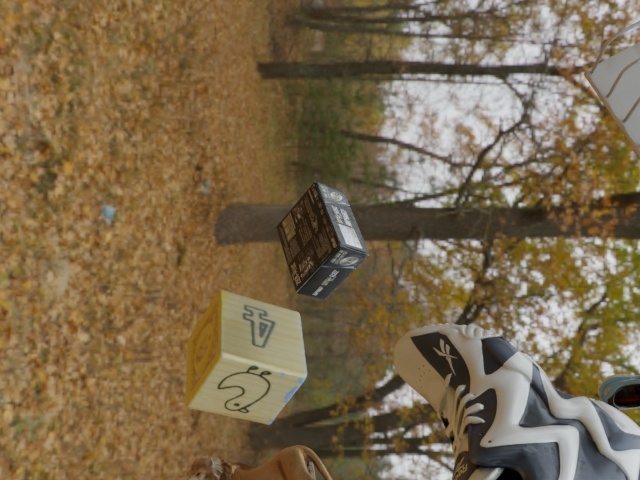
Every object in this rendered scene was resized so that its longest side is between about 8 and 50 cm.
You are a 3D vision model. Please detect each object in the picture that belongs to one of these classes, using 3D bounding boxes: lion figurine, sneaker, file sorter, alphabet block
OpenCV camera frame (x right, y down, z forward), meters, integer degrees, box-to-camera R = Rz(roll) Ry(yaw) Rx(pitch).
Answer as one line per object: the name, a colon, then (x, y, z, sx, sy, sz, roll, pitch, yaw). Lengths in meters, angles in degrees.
lion figurine: (-0.120, 0.561, 1.598, 0.142, 0.392, 0.240, 55, 13, -55)
sneaker: (0.506, 0.226, 1.053, 0.063, 0.162, 0.073, 66, 18, 0)
file sorter: (0.703, -0.302, 1.395, 0.277, 0.193, 0.173, 62, 3, 13)
alphabet block: (-0.163, 0.251, 1.498, 0.192, 0.197, 0.193, -57, -153, 31)
sneaker: (0.122, 0.157, 0.566, 0.235, 0.153, 0.094, 33, -51, 34)

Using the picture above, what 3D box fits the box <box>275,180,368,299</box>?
box: (0.000, 0.000, 1.383, 0.147, 0.078, 0.180, -48, -137, 29)
